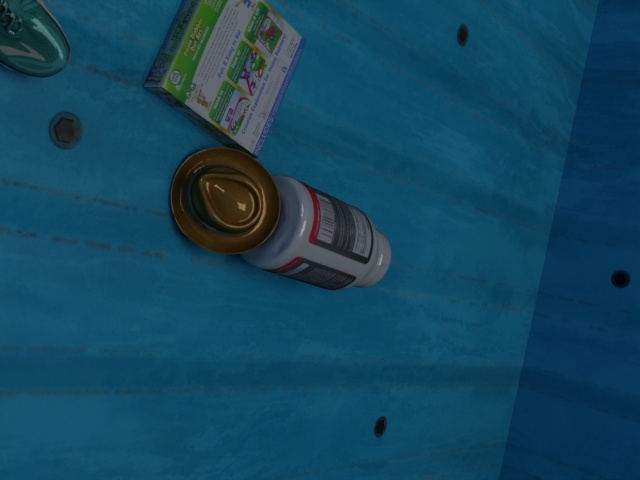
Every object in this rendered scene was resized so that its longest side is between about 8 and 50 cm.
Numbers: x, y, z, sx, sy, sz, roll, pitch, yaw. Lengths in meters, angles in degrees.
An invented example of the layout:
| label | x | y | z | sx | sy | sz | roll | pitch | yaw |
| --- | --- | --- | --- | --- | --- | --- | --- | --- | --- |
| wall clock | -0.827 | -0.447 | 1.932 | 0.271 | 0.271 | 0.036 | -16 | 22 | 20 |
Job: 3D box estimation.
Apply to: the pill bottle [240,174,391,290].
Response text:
| label | x | y | z | sx | sy | sz | roll | pitch | yaw |
| --- | --- | --- | --- | --- | --- | --- | --- | --- | --- |
| pill bottle | 0.000 | 0.000 | 1.455 | 0.318 | 0.176 | 0.176 | 22 | 82 | -49 |

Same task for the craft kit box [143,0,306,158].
| label | x | y | z | sx | sy | sz | roll | pitch | yaw |
| --- | --- | --- | --- | --- | --- | --- | --- | --- | --- |
| craft kit box | -0.155 | -0.308 | 1.299 | 0.246 | 0.061 | 0.250 | 36 | 71 | -50 |

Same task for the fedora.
| label | x | y | z | sx | sy | sz | roll | pitch | yaw |
| --- | --- | --- | --- | --- | --- | --- | --- | --- | --- |
| fedora | -0.157 | -0.069 | 1.269 | 0.194 | 0.079 | 0.194 | 0 | 89 | -13 |

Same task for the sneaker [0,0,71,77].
| label | x | y | z | sx | sy | sz | roll | pitch | yaw |
| --- | --- | --- | --- | --- | --- | --- | --- | --- | --- |
| sneaker | -0.423 | -0.305 | 0.934 | 0.107 | 0.110 | 0.275 | -46 | 130 | -5 |
